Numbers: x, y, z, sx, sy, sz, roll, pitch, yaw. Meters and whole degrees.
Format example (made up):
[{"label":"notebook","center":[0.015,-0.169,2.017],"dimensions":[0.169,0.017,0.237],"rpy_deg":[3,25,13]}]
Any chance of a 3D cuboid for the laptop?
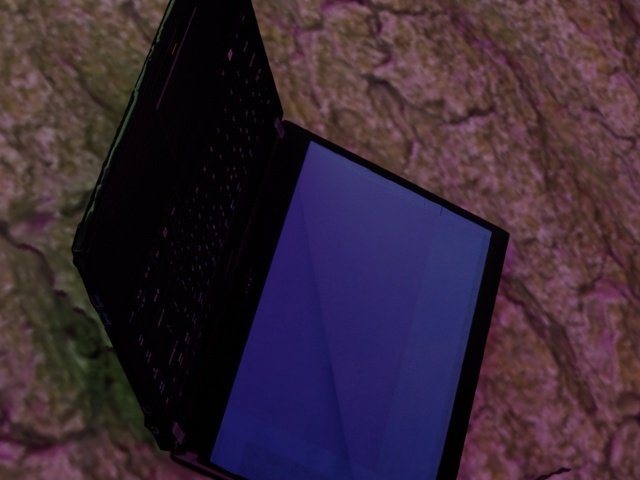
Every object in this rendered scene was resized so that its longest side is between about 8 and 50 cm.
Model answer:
[{"label":"laptop","center":[0.000,0.000,0.932],"dimensions":[0.137,0.264,0.234],"rpy_deg":[4,52,16]}]
